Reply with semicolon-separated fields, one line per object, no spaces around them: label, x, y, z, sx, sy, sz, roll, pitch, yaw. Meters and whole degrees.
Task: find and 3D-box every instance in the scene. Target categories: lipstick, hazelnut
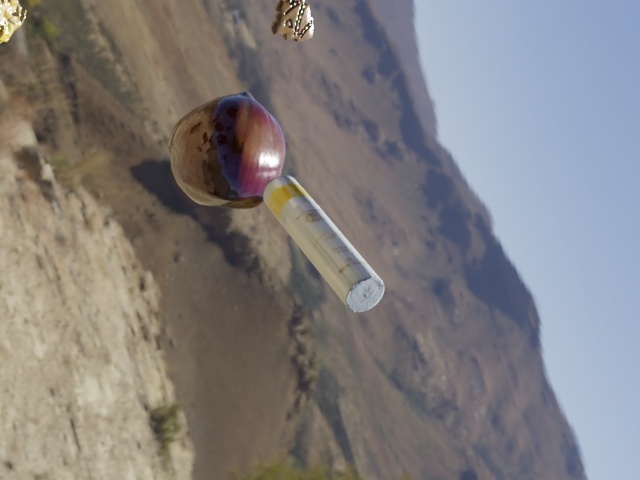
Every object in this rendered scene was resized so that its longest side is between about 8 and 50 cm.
lipstick;0.000;0.000;1.414;0.264;0.059;0.059;51;-12;46
hazelnut;-0.168;-0.163;1.875;0.229;0.229;0.229;-18;90;-85

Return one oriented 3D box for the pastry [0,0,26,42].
pastry;-0.591;-0.441;1.756;0.102;0.154;0.250;32;-30;29

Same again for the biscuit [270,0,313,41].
biscuit;-0.040;-0.341;1.625;0.016;0.082;0.092;23;-13;44
